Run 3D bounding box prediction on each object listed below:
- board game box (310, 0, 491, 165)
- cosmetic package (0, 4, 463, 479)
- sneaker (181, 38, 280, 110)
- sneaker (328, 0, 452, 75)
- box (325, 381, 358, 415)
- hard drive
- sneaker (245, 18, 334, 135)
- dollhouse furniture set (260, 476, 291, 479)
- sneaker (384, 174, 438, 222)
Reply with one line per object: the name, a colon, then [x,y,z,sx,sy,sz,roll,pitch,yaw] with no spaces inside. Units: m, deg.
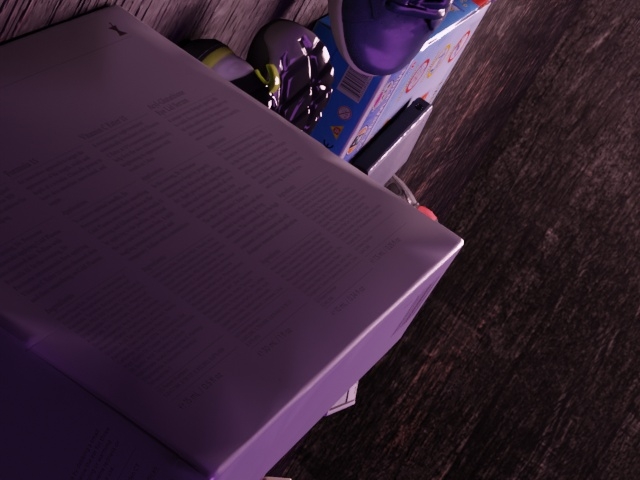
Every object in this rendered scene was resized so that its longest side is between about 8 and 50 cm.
board game box: [0.026,-0.120,1.856,0.308,0.086,0.302,-60,170,29]
cosmetic package: [-0.111,0.008,1.005,0.097,0.284,0.377,-58,170,27]
sneaker: [-0.113,-0.046,1.377,0.234,0.097,0.084,-57,170,16]
sneaker: [0.125,-0.271,1.521,0.131,0.148,0.350,-3,129,-39]
box: [-0.050,0.112,1.734,0.290,0.169,0.087,29,69,-84]
hard drive: [0.061,-0.080,1.826,0.135,0.022,0.094,-46,168,-41]
sneaker: [-0.061,-0.092,1.491,0.101,0.106,0.267,-42,157,-32]
dollhouse furniture set: [-0.117,0.281,1.684,0.355,0.303,0.174,133,-42,-55]
sneaker: [0.000,0.000,2.132,0.276,0.135,0.097,-29,177,-13]
